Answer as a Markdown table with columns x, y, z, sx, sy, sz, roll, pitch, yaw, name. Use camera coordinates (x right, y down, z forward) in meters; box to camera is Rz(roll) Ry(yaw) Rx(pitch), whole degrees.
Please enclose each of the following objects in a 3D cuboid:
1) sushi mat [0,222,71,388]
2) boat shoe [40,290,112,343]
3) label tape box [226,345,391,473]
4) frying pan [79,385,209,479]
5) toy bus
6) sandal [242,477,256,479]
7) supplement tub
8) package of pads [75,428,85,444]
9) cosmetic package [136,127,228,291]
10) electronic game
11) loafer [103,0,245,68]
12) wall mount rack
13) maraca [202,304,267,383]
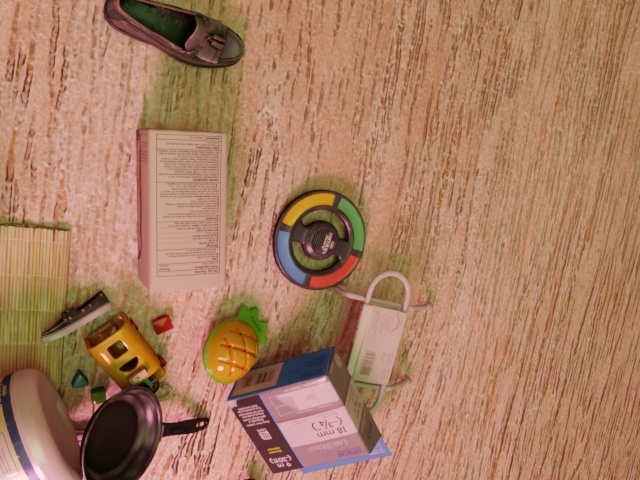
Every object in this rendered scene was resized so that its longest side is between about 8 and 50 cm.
| x | y | z | sx | sy | sz | roll | pitch | yaw | name |
| --- | --- | --- | --- | --- | --- | --- | --- | --- | --- |
| -0.550 | 0.126 | 1.082 | 0.152 | 0.019 | 0.316 | 3 | 99 | -26 | sushi mat |
| -0.463 | 0.144 | 1.104 | 0.142 | 0.049 | 0.040 | -33 | 104 | -39 | boat shoe |
| -0.015 | 0.416 | 1.289 | 0.241 | 0.106 | 0.333 | -19 | 112 | 19 | label tape box |
| -0.340 | 0.351 | 1.140 | 0.326 | 0.053 | 0.197 | -29 | 121 | -60 | frying pan |
| -0.367 | 0.244 | 1.147 | 0.202 | 0.104 | 0.190 | 9 | 96 | -27 | toy bus |
| -0.151 | 0.661 | 1.353 | 0.055 | 0.097 | 0.254 | -11 | 104 | 7 | sandal |
| -0.596 | 0.381 | 0.979 | 0.325 | 0.235 | 0.235 | -22 | 109 | -17 | supplement tub |
| -0.479 | 0.402 | 1.162 | 0.083 | 0.032 | 0.050 | 2 | 102 | -27 | package of pads |
| -0.268 | -0.063 | 1.125 | 0.153 | 0.129 | 0.296 | -1 | 100 | -28 | cosmetic package |
| 0.000 | 0.000 | 1.316 | 0.229 | 0.048 | 0.229 | -5 | 102 | -26 | electronic game |
| -0.261 | -0.387 | 1.090 | 0.268 | 0.084 | 0.096 | 11 | 95 | -28 | loafer |
| 0.148 | 0.239 | 1.399 | 0.304 | 0.130 | 0.349 | 15 | 93 | -24 | wall mount rack |
| -0.178 | 0.219 | 1.246 | 0.185 | 0.099 | 0.127 | -48 | 122 | -40 | maraca |
